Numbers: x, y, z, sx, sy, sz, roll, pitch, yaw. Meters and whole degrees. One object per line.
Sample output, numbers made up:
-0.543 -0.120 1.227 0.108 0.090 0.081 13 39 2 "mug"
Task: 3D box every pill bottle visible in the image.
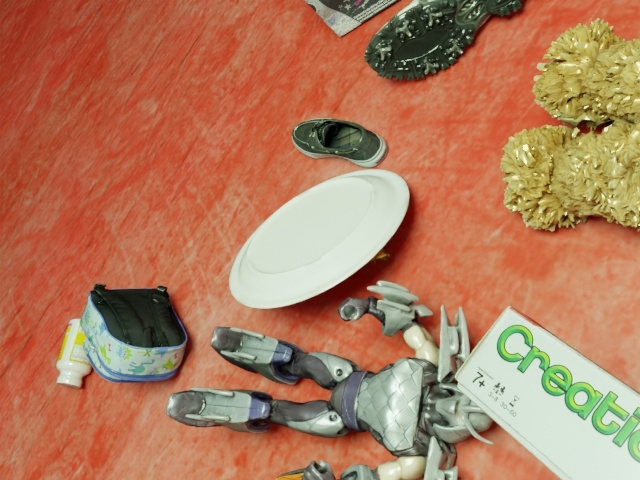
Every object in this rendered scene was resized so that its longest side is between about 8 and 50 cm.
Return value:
-0.313 0.146 0.869 0.043 0.043 0.083 -11 59 37 "pill bottle"

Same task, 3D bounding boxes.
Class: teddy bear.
0.265 -0.066 0.433 0.245 0.113 0.338 -53 43 7 "teddy bear"

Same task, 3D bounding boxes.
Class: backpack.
-0.207 0.111 0.757 0.114 0.105 0.084 43 119 46 "backpack"

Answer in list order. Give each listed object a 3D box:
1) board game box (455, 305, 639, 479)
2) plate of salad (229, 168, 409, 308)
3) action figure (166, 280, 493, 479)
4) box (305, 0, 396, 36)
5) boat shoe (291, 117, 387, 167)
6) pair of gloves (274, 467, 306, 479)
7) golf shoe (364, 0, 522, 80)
0.216 0.153 0.286 0.053 0.193 0.305 -54 44 3 "board game box"
0.000 0.000 0.662 0.200 0.048 0.199 -26 29 16 "plate of salad"
0.014 0.129 0.553 0.285 0.099 0.185 -2 58 37 "action figure"
0.034 -0.406 0.815 0.163 0.142 0.247 -24 51 29 "box"
0.013 -0.114 0.735 0.142 0.040 0.049 20 80 46 "boat shoe"
-0.024 0.242 0.580 0.074 0.010 0.083 -28 53 25 "pair of gloves"
0.132 -0.240 0.692 0.198 0.077 0.093 -29 35 21 "golf shoe"
